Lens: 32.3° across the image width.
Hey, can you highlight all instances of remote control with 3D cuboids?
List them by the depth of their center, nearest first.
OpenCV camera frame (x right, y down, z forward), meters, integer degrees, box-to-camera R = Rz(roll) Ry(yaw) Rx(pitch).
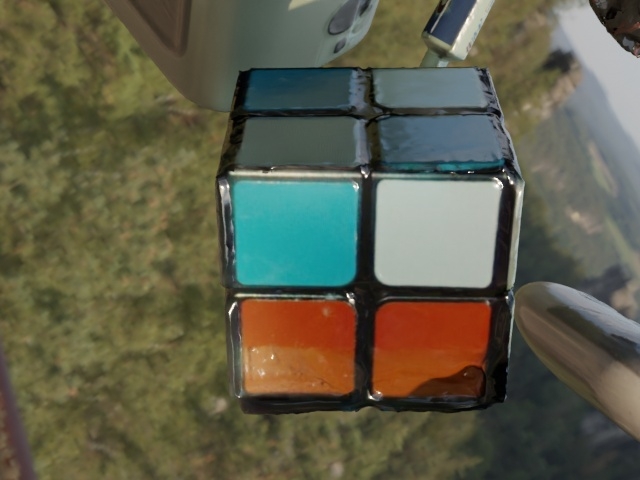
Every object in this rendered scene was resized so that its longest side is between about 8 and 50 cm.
[{"bbox_3d":[0.327,0.142,1.194,0.221,0.103,0.332,35,5,-25],"label":"remote control"}]

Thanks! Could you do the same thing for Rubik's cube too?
[{"bbox_3d":[0.030,-0.005,0.729,0.167,0.183,0.180,-91,178,-61],"label":"Rubik's cube"}]

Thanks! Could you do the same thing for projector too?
[{"bbox_3d":[-0.071,-0.312,1.072,0.248,0.248,0.249,51,-24,15],"label":"projector"}]

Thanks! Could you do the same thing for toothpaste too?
[{"bbox_3d":[0.160,-0.264,1.005,0.047,0.268,0.069,29,12,0],"label":"toothpaste"}]

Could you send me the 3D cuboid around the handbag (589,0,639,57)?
[{"bbox_3d":[0.289,-0.214,0.728,0.155,0.215,0.169,33,65,-44],"label":"handbag"}]
